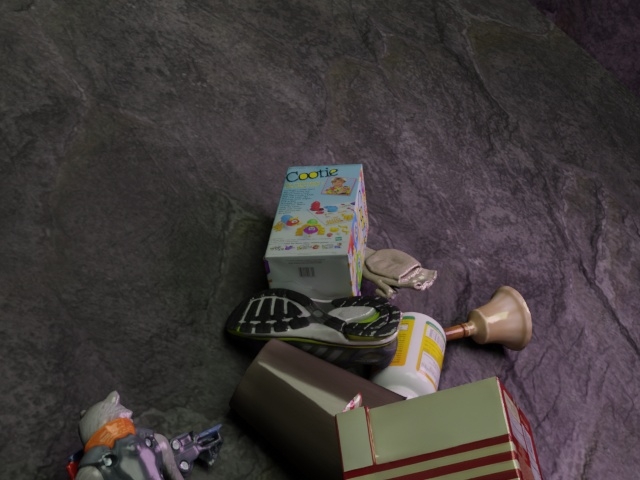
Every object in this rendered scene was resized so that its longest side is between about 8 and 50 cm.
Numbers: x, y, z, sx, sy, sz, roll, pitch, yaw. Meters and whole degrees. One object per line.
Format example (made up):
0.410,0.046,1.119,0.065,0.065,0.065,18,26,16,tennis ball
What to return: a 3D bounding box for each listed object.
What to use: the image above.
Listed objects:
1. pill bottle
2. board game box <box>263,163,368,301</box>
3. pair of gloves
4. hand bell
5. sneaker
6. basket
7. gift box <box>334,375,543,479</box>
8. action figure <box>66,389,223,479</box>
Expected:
0.143,0.229,1.794,0.117,0.117,0.208,27,40,-7,pill bottle
0.000,0.000,1.863,0.144,0.142,0.275,-2,36,10,board game box
0.076,0.091,1.884,0.204,0.042,0.240,13,37,27,pair of gloves
0.256,0.167,1.962,0.242,0.126,0.126,-10,55,-26,hand bell
-0.013,0.160,1.730,0.300,0.121,0.111,5,40,18,sneaker
-0.014,0.264,1.634,0.227,0.154,0.204,32,62,7,basket
0.158,0.329,1.417,0.255,0.258,0.276,54,23,-52,gift box
-0.198,0.339,1.422,0.330,0.178,0.341,51,43,8,action figure
